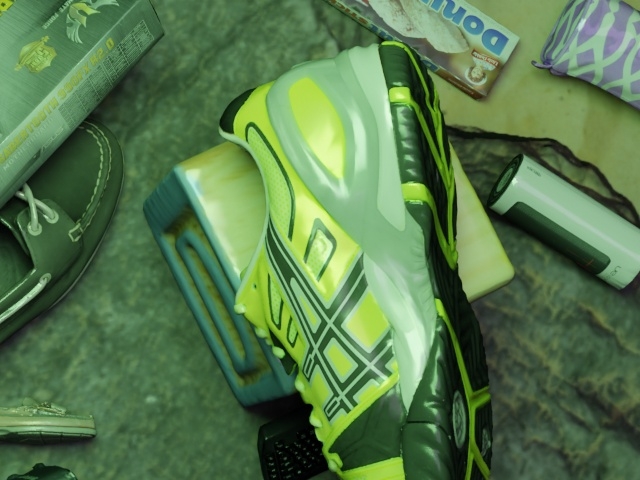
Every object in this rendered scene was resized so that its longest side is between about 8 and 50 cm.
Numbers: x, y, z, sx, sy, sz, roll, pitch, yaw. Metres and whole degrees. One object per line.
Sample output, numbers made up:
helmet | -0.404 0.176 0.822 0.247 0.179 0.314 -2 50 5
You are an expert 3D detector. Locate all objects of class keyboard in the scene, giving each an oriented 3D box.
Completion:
keyboard | 0.040 0.138 1.373 0.192 0.038 0.100 -25 130 -16

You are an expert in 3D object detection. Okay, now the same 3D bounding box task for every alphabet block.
alphabet block | 0.000 0.000 1.330 0.197 0.193 0.192 -27 91 -16

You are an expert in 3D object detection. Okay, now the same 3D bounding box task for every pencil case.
pencil case | 0.289 -0.137 1.478 0.206 0.086 0.088 30 100 -6

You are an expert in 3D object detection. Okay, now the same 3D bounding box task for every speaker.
speaker | 0.211 -0.016 1.453 0.136 0.055 0.055 32 76 -8

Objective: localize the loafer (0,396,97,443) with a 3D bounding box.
loafer | -0.235 0.135 1.332 0.125 0.045 0.039 0 72 -10

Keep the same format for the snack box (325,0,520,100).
snack box | 0.078 -0.193 1.463 0.178 0.022 0.064 32 75 -7

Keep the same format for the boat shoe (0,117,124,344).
boat shoe | -0.267 0.029 1.303 0.112 0.095 0.335 39 75 7

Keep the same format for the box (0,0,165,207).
box | -0.261 -0.131 1.311 0.183 0.056 0.231 34 74 28

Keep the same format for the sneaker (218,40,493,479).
sneaker | 0.027 0.065 1.178 0.147 0.145 0.385 -8 87 16

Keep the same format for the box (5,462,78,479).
box | -0.320 0.448 1.140 0.471 0.297 0.480 -18 87 -13
